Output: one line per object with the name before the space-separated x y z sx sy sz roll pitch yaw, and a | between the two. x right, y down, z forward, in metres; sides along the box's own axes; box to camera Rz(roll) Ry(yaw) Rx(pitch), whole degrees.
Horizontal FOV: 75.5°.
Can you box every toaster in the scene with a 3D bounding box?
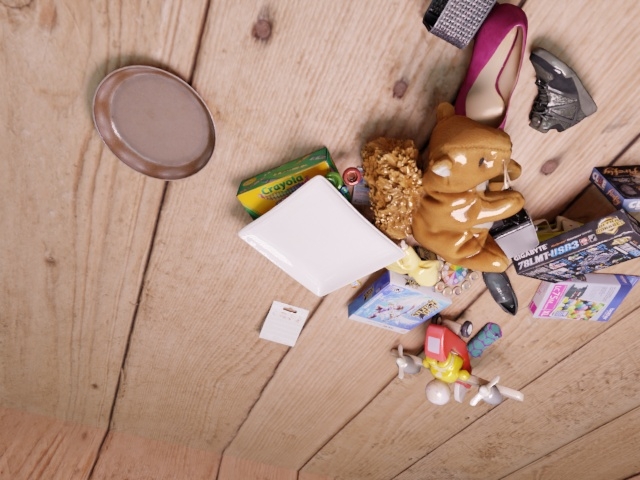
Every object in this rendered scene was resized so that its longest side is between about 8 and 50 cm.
toaster | 0.498 -0.035 1.168 0.186 0.167 0.110 -28 124 23

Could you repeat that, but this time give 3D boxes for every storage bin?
storage bin | 0.294 -0.496 0.826 0.085 0.122 0.180 22 127 -14

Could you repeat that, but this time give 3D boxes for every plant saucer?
plant saucer | -0.421 -0.300 1.073 0.312 0.050 0.310 1 130 1

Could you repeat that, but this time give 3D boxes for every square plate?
square plate | 0.000 0.000 1.167 0.344 0.049 0.347 -31 121 35

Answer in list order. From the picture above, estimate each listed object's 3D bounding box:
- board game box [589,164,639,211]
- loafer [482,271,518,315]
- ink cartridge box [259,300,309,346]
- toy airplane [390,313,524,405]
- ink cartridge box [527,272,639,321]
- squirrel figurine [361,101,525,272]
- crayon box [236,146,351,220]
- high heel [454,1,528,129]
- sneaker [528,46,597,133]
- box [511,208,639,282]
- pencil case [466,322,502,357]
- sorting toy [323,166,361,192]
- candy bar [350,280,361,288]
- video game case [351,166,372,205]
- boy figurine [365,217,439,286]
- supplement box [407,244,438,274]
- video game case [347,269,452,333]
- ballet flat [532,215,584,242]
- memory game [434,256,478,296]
board game box | 0.864 -0.139 1.067 0.244 0.165 0.042 -2 129 4
loafer | 0.613 0.171 1.391 0.076 0.078 0.223 -28 123 23
ink cartridge box | -0.141 0.311 1.584 0.146 0.045 0.179 19 110 -11
toy airplane | 0.468 0.486 1.506 0.385 0.272 0.386 38 149 5
ink cartridge box | 0.903 0.194 1.410 0.312 0.065 0.185 1 130 0
squirrel figurine | 0.275 -0.134 0.992 0.398 0.280 0.370 6 157 23
crayon box | -0.073 -0.131 1.173 0.279 0.081 0.165 -19 127 18
high heel | 0.381 -0.321 0.928 0.128 0.181 0.376 -10 128 10
sneaker | 0.534 -0.337 0.969 0.228 0.087 0.130 34 117 -29
box | 0.741 0.033 1.160 0.296 0.073 0.293 12 147 -40
pencil case | 0.624 0.383 1.576 0.070 0.064 0.151 29 127 0
sorting toy | 0.056 -0.157 1.080 0.102 0.042 0.061 -13 108 1
candy bar | 0.086 0.110 1.407 0.040 0.018 0.161 -26 123 23
video game case | 0.141 -0.154 1.189 0.087 0.011 0.121 6 130 -1
boy figurine | 0.232 0.042 1.235 0.286 0.092 0.177 27 159 -1
supplement box | 0.322 0.074 1.339 0.084 0.056 0.083 23 127 -16
video game case | 0.265 0.220 1.418 0.245 0.061 0.269 18 139 -19
ballet flat | 0.690 -0.031 1.229 0.231 0.077 0.077 -9 112 13
memory game | 0.435 0.098 1.324 0.187 0.012 0.185 -6 108 -18
